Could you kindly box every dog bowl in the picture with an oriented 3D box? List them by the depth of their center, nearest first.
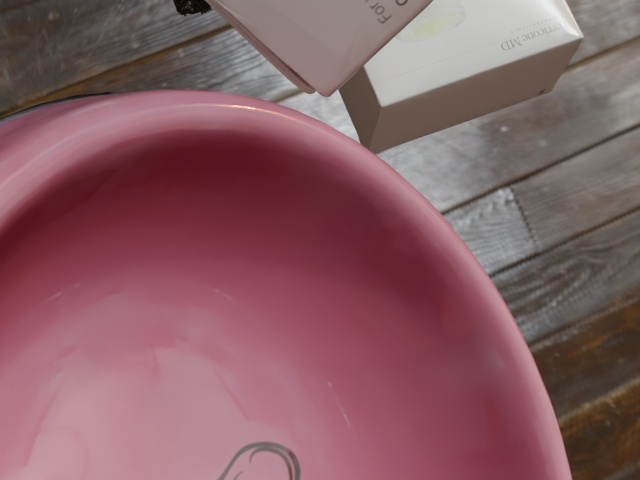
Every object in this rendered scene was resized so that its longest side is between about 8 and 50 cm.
[{"bbox_3d":[-0.053,0.123,0.464,0.408,0.150,0.408,18,62,-37],"label":"dog bowl"}]

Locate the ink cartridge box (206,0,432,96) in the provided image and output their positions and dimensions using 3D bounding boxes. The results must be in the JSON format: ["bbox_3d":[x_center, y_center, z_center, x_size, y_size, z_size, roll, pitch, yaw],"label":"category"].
[{"bbox_3d":[0.064,-0.300,0.545,0.395,0.285,0.166,-41,123,16],"label":"ink cartridge box"}]

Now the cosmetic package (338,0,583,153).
[{"bbox_3d":[0.114,-0.241,1.210,0.224,0.138,0.225,-20,77,-10],"label":"cosmetic package"}]

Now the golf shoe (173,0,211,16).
[{"bbox_3d":[-0.150,-0.370,1.429,0.077,0.094,0.198,-7,141,-22],"label":"golf shoe"}]
